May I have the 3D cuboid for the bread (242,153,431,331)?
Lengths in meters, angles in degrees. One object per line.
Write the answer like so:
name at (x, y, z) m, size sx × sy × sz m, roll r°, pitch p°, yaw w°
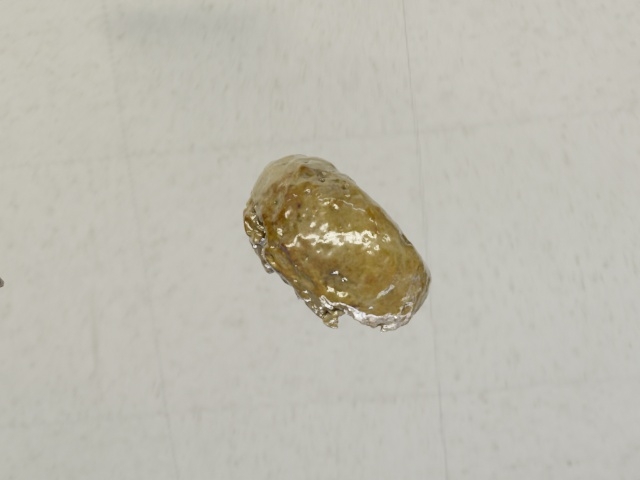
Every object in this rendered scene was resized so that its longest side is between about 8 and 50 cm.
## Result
bread at (0.000, 0.000, 0.858) m, size 0.060 × 0.113 × 0.082 m, roll -44°, pitch 127°, yaw -8°

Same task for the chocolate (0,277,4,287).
chocolate at (-0.304, -0.028, 0.839) m, size 0.112 × 0.112 × 0.321 m, roll 6°, pitch 150°, yaw 43°
